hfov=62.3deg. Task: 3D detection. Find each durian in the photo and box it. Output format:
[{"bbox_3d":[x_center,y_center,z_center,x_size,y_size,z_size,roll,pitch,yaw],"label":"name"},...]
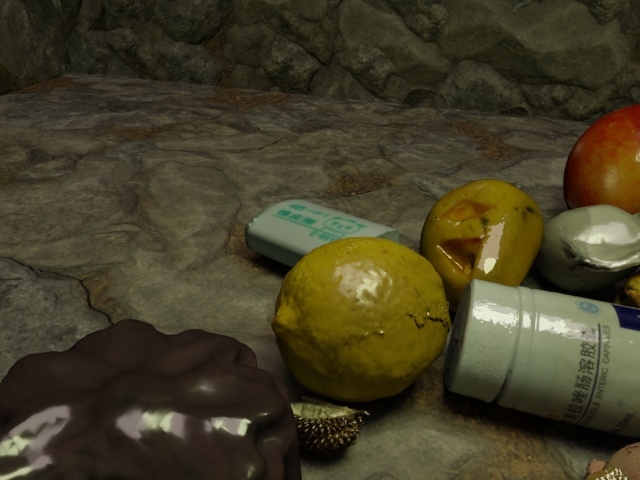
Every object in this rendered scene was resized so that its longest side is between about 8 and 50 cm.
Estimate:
[{"bbox_3d":[0.009,0.261,0.740,0.140,0.071,0.110,-7,-2,32],"label":"durian"}]

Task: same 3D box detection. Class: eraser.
[{"bbox_3d":[0.000,0.000,1.135,0.289,0.104,0.189,20,32,37],"label":"eraser"}]

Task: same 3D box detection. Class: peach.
[{"bbox_3d":[0.797,-0.162,1.326,0.387,0.389,0.388,3,29,-1],"label":"peach"}]

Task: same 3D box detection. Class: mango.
[{"bbox_3d":[0.332,0.015,1.103,0.252,0.182,0.365,-12,37,28],"label":"mango"}]

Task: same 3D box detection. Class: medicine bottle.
[{"bbox_3d":[0.371,0.178,0.812,0.331,0.190,0.190,10,29,12],"label":"medicine bottle"}]

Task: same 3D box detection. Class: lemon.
[{"bbox_3d":[0.068,0.120,0.831,0.310,0.254,0.253,-8,31,-29],"label":"lemon"}]

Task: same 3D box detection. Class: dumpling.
[{"bbox_3d":[0.590,0.006,1.114,0.259,0.341,0.181,-21,69,4],"label":"dumpling"}]

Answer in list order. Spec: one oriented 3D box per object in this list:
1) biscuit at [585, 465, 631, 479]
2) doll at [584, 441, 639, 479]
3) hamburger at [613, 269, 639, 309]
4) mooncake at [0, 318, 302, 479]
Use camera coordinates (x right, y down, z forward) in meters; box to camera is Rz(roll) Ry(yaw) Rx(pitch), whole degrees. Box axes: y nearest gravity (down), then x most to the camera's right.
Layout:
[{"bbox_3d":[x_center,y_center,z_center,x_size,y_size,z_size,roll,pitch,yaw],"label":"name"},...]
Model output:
[{"bbox_3d":[0.323,0.348,0.520,0.130,0.025,0.231,-24,38,-4],"label":"biscuit"},{"bbox_3d":[0.502,0.293,0.650,0.303,0.156,0.201,-3,6,-13],"label":"doll"},{"bbox_3d":[0.643,0.125,0.993,0.282,0.144,0.156,-17,30,-40],"label":"hamburger"},{"bbox_3d":[-0.208,0.249,0.621,0.380,0.212,0.351,3,22,-4],"label":"mooncake"}]
